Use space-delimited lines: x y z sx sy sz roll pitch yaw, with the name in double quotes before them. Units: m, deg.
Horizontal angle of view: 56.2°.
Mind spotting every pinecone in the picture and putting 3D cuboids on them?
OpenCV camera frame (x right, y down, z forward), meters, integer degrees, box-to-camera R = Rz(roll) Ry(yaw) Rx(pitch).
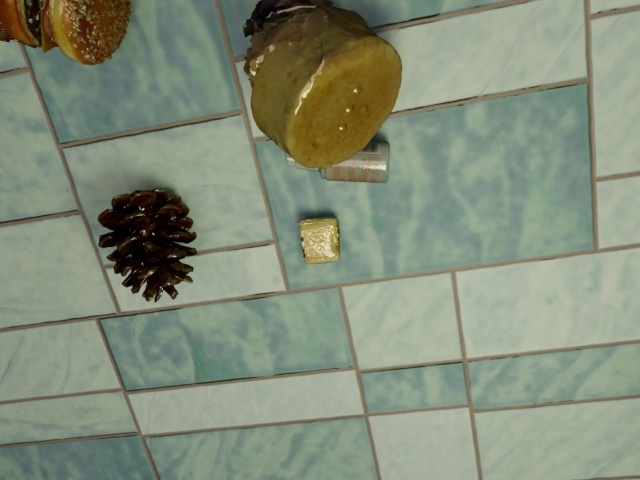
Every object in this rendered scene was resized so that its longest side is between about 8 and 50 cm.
"pinecone" -0.427 0.008 1.492 0.244 0.244 0.309 -33 66 18

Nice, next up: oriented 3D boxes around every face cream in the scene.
"face cream" 0.039 -0.192 1.440 0.251 0.101 0.101 3 113 6

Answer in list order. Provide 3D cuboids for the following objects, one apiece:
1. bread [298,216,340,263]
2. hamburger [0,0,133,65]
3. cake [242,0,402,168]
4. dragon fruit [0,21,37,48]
"bread" 0.000 -0.001 1.537 0.106 0.082 0.125 -6 102 -2
"hamburger" -0.535 -0.526 1.284 0.225 0.291 0.291 15 113 0
"cake" -0.033 -0.366 1.309 0.321 0.332 0.332 47 115 28
"dragon fruit" -0.723 -0.521 1.391 0.142 0.130 0.121 0 79 8
